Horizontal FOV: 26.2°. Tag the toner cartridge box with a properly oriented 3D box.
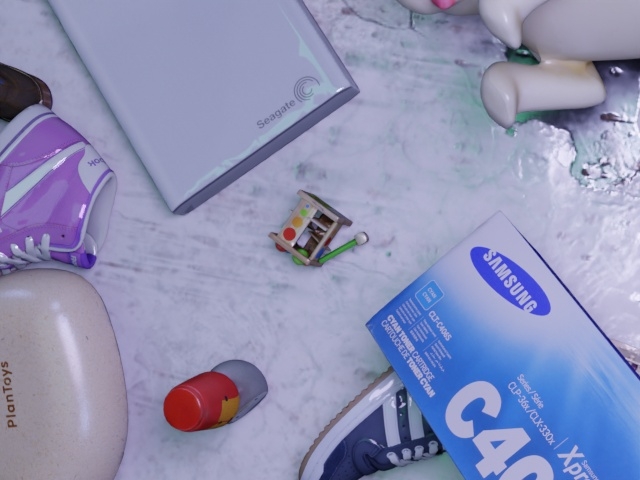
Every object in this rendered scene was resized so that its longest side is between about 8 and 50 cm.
[{"bbox_3d":[0.187,0.146,1.144,0.165,0.075,0.348,-40,47,7],"label":"toner cartridge box"}]

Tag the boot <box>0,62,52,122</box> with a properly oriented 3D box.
[{"bbox_3d":[-0.410,-0.183,1.501,0.219,0.106,0.082,14,90,17],"label":"boot"}]

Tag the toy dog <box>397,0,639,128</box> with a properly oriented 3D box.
[{"bbox_3d":[0.234,-0.295,1.231,0.408,0.284,0.395,10,76,17],"label":"toy dog"}]

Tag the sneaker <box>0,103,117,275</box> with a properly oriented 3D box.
[{"bbox_3d":[-0.332,0.008,1.468,0.161,0.102,0.282,41,98,13],"label":"sneaker"}]

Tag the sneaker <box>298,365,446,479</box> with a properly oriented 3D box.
[{"bbox_3d":[0.118,0.184,1.318,0.282,0.099,0.153,-43,74,6],"label":"sneaker"}]

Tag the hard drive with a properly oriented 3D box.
[{"bbox_3d":[-0.147,-0.237,1.457,0.233,0.047,0.353,-34,78,12],"label":"hard drive"}]

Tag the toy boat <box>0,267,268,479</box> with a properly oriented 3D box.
[{"bbox_3d":[-0.219,0.161,1.408,0.318,0.148,0.267,-1,93,22],"label":"toy boat"}]

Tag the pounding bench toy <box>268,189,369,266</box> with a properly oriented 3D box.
[{"bbox_3d":[0.000,0.000,1.391,0.083,0.052,0.065,36,96,16],"label":"pounding bench toy"}]

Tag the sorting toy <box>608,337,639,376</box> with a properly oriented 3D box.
[{"bbox_3d":[0.285,0.138,1.303,0.083,0.045,0.075,22,100,17],"label":"sorting toy"}]
